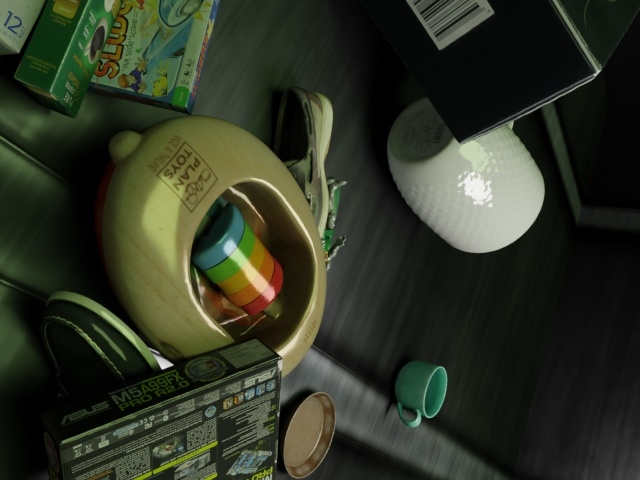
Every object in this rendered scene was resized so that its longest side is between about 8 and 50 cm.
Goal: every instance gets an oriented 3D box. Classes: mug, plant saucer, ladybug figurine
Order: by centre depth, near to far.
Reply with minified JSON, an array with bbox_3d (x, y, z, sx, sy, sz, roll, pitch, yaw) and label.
[{"bbox_3d":[-0.146,0.021,0.807,0.305,0.162,0.449,-57,139,-28],"label":"ladybug figurine"},{"bbox_3d":[-0.028,0.378,1.167,0.168,0.029,0.168,-15,108,-52],"label":"plant saucer"},{"bbox_3d":[0.323,-0.202,1.307,0.328,0.276,0.374,34,80,-45],"label":"mug"},{"bbox_3d":[0.237,0.370,1.476,0.158,0.097,0.129,-20,114,-50],"label":"mug"}]

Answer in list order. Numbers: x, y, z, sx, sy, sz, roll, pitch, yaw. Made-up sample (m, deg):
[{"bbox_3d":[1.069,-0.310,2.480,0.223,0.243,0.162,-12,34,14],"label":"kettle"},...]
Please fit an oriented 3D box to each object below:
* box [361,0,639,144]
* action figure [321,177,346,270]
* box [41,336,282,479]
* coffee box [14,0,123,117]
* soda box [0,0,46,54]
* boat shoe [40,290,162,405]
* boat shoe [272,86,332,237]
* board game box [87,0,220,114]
[{"bbox_3d":[0.321,-0.521,1.082,0.480,0.297,0.472,53,52,-11],"label":"box"},{"bbox_3d":[0.000,0.000,1.101,0.137,0.064,0.232,-3,103,-57],"label":"action figure"},{"bbox_3d":[-0.173,0.255,0.704,0.270,0.060,0.216,-15,120,-37],"label":"box"},{"bbox_3d":[-0.253,-0.229,0.623,0.040,0.113,0.184,21,86,-10],"label":"coffee box"},{"bbox_3d":[-0.373,-0.278,0.486,0.286,0.091,0.098,37,67,-51],"label":"soda box"},{"bbox_3d":[-0.260,0.215,0.724,0.113,0.127,0.340,-60,151,-45],"label":"boat shoe"},{"bbox_3d":[-0.043,-0.114,0.983,0.092,0.103,0.285,11,85,-50],"label":"boat shoe"},{"bbox_3d":[-0.198,-0.263,0.704,0.035,0.136,0.201,110,-8,-84],"label":"board game box"}]
